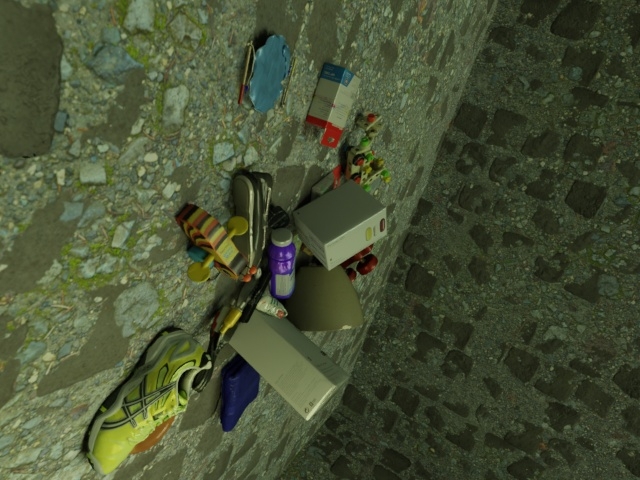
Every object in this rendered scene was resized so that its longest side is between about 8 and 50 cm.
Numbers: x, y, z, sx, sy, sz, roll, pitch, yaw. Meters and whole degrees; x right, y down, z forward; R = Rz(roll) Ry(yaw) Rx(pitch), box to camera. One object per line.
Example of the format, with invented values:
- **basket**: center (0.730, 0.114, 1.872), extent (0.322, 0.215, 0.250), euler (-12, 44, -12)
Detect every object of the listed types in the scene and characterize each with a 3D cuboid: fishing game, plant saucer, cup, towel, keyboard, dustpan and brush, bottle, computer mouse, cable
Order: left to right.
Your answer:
- **plant saucer**: center (-0.481, 0.523, 1.263), extent (0.200, 0.037, 0.199), euler (-51, 156, -34)
- **cable**: center (-0.317, 0.297, 1.277), extent (0.072, 0.140, 0.287), euler (50, 45, -23)
- **towel**: center (-0.305, 0.546, 1.679), extent (0.227, 0.076, 0.307), euler (-47, 153, -55)
- **dustpan and brush**: center (-0.216, 0.152, 1.446), extent (0.147, 0.060, 0.211), euler (-48, 154, -38)
- **keyboard**: center (-0.204, 0.176, 1.386), extent (0.108, 0.023, 0.180), euler (89, 26, -79)
- **fishing game**: center (-0.129, -0.403, 1.062), extent (0.264, 0.041, 0.188), euler (-41, 150, -63)
- **computer mouse**: center (-0.159, -0.097, 1.348), extent (0.071, 0.041, 0.242), euler (-38, 152, 0)
- **bottle**: center (-0.130, 0.077, 1.492), extent (0.282, 0.093, 0.118), euler (95, 2, -46)
- **cup**: center (0.003, 0.219, 1.770), extent (0.331, 0.332, 0.236), euler (-1, 88, -67)

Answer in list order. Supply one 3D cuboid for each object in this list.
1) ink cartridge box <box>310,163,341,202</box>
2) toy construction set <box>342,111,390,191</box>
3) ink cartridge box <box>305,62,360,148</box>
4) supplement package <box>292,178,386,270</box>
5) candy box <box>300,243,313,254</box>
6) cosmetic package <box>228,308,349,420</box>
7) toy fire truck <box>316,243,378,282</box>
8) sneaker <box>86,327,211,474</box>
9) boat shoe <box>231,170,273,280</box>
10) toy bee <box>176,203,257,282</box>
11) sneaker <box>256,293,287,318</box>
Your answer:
- **ink cartridge box**: center (0.036, -0.171, 1.704), extent (0.225, 0.056, 0.180), euler (-42, 150, -42)
- **toy construction set**: center (0.188, -0.331, 1.744), extent (0.215, 0.151, 0.327), euler (-28, 137, -19)
- **ink cartridge box**: center (0.033, -0.415, 1.378), extent (0.134, 0.078, 0.230), euler (-9, 122, -65)
- **supplement package**: center (0.071, -0.060, 1.560), extent (0.262, 0.204, 0.145), euler (-31, 142, -16)
- **candy box**: center (0.000, 0.000, 1.789), extent (0.109, 0.053, 0.187), euler (-60, 159, 14)
- **cosmetic package**: center (-0.108, 0.405, 1.514), extent (0.156, 0.385, 0.217), euler (-51, 164, 4)
- **toy fire truck**: center (0.127, 0.051, 1.955), extent (0.302, 0.169, 0.253), euler (-37, -164, 33)
- **sneaker**: center (-0.429, 0.413, 1.109), extent (0.384, 0.147, 0.145), euler (-59, 160, -12)
- **boat shoe**: center (-0.184, -0.033, 1.227), extent (0.096, 0.112, 0.334), euler (-19, 131, -38)
- **toy bee**: center (-0.237, 0.029, 1.117), extent (0.195, 0.162, 0.298), euler (-64, 160, -7)
- **sneaker**: center (-0.162, 0.229, 1.504), extent (0.057, 0.075, 0.161), euler (-56, 155, -3)
